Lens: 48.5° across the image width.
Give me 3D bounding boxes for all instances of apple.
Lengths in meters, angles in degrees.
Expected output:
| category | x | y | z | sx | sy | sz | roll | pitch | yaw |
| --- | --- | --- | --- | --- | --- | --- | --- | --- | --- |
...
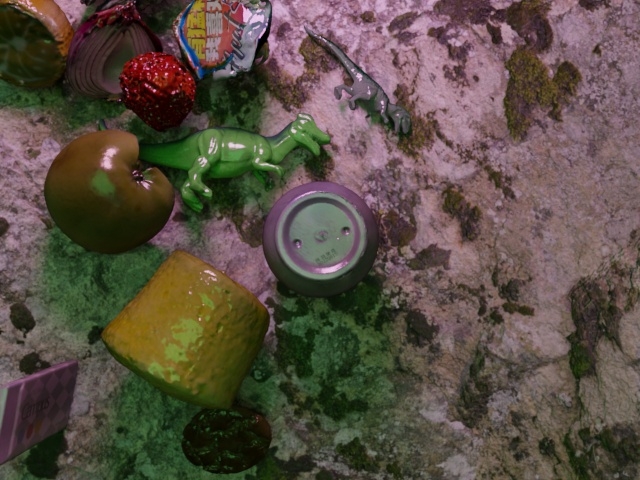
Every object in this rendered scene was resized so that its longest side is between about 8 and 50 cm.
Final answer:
| category | x | y | z | sx | sy | sz | roll | pitch | yaw |
| --- | --- | --- | --- | --- | --- | --- | --- | --- | --- |
| apple | -0.514 | -0.111 | 1.684 | 0.258 | 0.233 | 0.295 | -24 | 95 | 43 |

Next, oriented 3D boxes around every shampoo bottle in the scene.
| category | x | y | z | sx | sy | sz | roll | pitch | yaw |
| --- | --- | --- | --- | --- | --- | --- | --- | --- | --- |
| shampoo bottle | 0.000 | 0.000 | 1.692 | 0.273 | 0.266 | 0.272 | 0 | 86 | 0 |

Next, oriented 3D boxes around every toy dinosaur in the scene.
| category | x | y | z | sx | sy | sz | roll | pitch | yaw |
| --- | --- | --- | --- | --- | --- | --- | --- | --- | --- |
| toy dinosaur | 0.072 | -0.393 | 1.793 | 0.383 | 0.076 | 0.129 | 45 | 56 | -5 |
| toy dinosaur | -0.273 | -0.281 | 1.786 | 0.500 | 0.144 | 0.374 | 38 | 74 | 12 |

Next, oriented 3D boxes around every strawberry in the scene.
| category | x | y | z | sx | sy | sz | roll | pitch | yaw |
| --- | --- | --- | --- | --- | --- | --- | --- | --- | --- |
| strawberry | -0.378 | -0.354 | 1.677 | 0.185 | 0.201 | 0.186 | 5 | 93 | -25 |

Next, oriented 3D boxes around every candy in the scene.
| category | x | y | z | sx | sy | sz | roll | pitch | yaw |
| --- | --- | --- | --- | --- | --- | --- | --- | --- | --- |
| candy | -0.725 | -0.494 | 1.718 | 0.260 | 0.259 | 0.118 | 5 | 44 | -1 |

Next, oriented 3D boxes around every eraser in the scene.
| category | x | y | z | sx | sy | sz | roll | pitch | yaw |
| --- | --- | --- | --- | --- | --- | --- | --- | --- | --- |
| eraser | -0.670 | 0.394 | 1.609 | 0.082 | 0.397 | 0.212 | 9 | 88 | 1 |

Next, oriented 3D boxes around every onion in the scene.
| category | x | y | z | sx | sy | sz | roll | pitch | yaw |
| --- | --- | --- | --- | --- | --- | --- | --- | --- | --- |
| onion | -0.496 | -0.474 | 1.715 | 0.227 | 0.283 | 0.120 | -7 | 56 | -36 |

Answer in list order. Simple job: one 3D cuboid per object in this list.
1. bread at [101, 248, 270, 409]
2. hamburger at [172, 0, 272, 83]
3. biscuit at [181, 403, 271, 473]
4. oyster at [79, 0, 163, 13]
| category | x | y | z | sx | sy | sz | roll | pitch | yaw |
| --- | --- | --- | --- | --- | --- | --- | --- | --- | --- |
| bread | -0.297 | 0.210 | 1.662 | 0.348 | 0.348 | 0.307 | 32 | 77 | 0 |
| hamburger | -0.219 | -0.488 | 1.734 | 0.276 | 0.150 | 0.260 | 39 | 104 | 29 |
| biscuit | -0.231 | 0.492 | 1.746 | 0.226 | 0.042 | 0.225 | -2 | 118 | -4 |
| oyster | -0.431 | -0.625 | 1.734 | 0.351 | 0.158 | 0.162 | -13 | 62 | 13 |
